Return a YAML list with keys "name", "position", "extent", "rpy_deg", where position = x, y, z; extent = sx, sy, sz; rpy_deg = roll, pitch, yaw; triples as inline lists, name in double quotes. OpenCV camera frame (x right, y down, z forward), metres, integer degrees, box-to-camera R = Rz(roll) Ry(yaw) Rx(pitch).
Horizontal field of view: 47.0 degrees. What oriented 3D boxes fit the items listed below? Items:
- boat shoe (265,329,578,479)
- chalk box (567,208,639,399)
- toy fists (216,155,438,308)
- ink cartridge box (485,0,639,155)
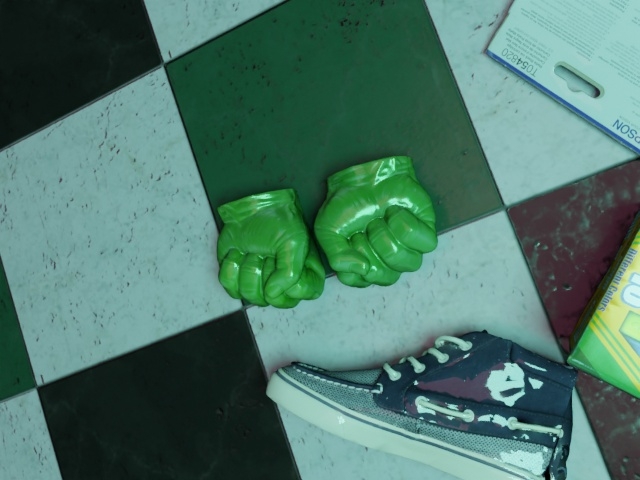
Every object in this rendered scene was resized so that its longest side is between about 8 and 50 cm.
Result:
- name: "boat shoe"
  position: [0.117, 0.161, 0.823]
  extent: [0.341, 0.127, 0.158]
  rpy_deg: [18, 88, 12]
- name: "chalk box"
  position: [0.404, 0.096, 0.681]
  extent: [0.289, 0.180, 0.179]
  rpy_deg: [27, 98, 17]
- name: "toy fists"
  position: [0.000, 0.000, 0.874]
  extent: [0.279, 0.096, 0.142]
  rpy_deg: [-15, 85, 18]
- name: "ink cartridge box"
  position: [0.325, -0.239, 0.775]
  extent: [0.223, 0.045, 0.224]
  rpy_deg: [40, 120, 17]
